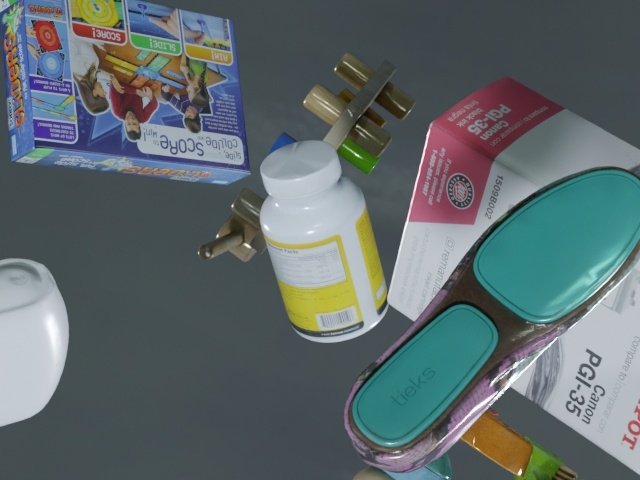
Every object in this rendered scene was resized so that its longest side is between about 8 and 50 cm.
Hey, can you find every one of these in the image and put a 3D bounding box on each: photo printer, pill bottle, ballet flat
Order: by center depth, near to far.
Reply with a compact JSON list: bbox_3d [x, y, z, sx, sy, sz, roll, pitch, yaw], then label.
[{"bbox_3d":[0.103,0.047,0.807,0.077,0.221,0.079,43,174,22],"label":"ballet flat"},{"bbox_3d":[0.000,0.000,1.368,0.103,0.103,0.184,0,124,24],"label":"pill bottle"},{"bbox_3d":[-0.473,0.152,1.809,0.308,0.107,0.256,-14,141,-25],"label":"photo printer"}]

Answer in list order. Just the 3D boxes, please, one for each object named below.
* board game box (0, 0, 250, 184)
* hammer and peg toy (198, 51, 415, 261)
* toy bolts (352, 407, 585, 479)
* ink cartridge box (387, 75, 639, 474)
[{"bbox_3d":[-0.148,-0.120,1.095,0.201,0.136,0.035,6,162,-42],"label":"board game box"},{"bbox_3d":[-0.022,-0.076,1.961,0.127,0.266,0.361,36,114,-1],"label":"hammer and peg toy"},{"bbox_3d":[0.106,0.217,1.246,0.218,0.158,0.228,34,180,-41],"label":"toy bolts"},{"bbox_3d":[0.213,0.027,1.159,0.283,0.117,0.207,34,133,26],"label":"ink cartridge box"}]
